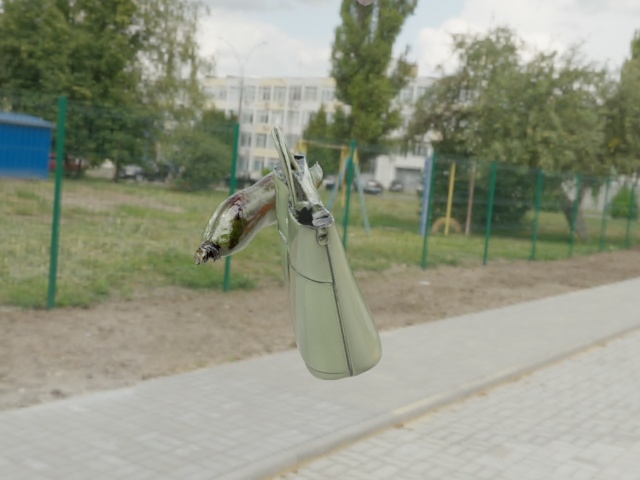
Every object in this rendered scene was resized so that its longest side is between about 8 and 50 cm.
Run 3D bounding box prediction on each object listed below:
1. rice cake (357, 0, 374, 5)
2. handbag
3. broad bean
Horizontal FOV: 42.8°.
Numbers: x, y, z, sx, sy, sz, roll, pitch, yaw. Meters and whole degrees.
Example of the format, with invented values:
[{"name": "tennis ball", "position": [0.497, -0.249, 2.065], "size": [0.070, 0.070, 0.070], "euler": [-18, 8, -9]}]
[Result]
[{"name": "rice cake", "position": [0.141, -0.393, 0.978], "size": [0.056, 0.073, 0.365], "euler": [15, 48, 40]}, {"name": "handbag", "position": [0.000, 0.000, 1.026], "size": [0.109, 0.316, 0.241], "euler": [-12, 27, -7]}, {"name": "broad bean", "position": [-0.085, -0.051, 1.197], "size": [0.061, 0.077, 0.339], "euler": [4, 27, 37]}]
